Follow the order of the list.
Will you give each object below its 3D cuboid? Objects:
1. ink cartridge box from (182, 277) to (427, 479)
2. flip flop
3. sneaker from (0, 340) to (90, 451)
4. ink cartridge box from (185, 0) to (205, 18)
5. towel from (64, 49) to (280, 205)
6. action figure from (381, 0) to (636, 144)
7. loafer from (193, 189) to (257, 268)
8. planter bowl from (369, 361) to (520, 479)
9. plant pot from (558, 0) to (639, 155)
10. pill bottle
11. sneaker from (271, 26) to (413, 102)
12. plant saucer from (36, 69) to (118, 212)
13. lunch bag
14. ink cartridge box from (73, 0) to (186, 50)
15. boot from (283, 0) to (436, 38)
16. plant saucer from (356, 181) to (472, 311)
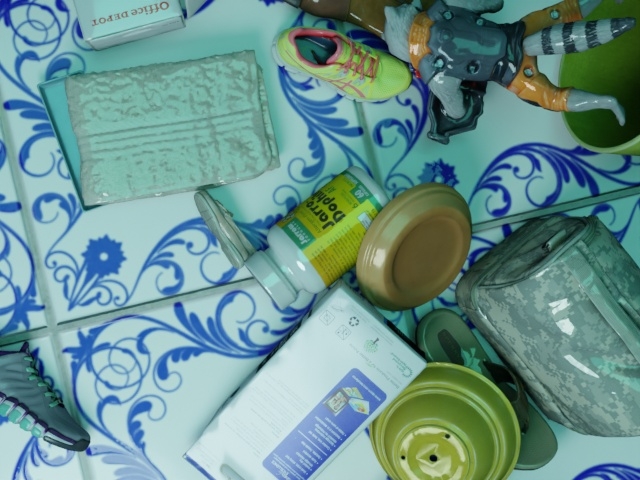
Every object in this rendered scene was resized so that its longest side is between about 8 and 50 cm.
[{"bbox_3d":[-0.023,0.227,1.325,0.165,0.065,0.332,43,98,-6],"label":"ink cartridge box"},{"bbox_3d":[0.243,0.214,1.369,0.112,0.080,0.277,-34,90,-25],"label":"flip flop"},{"bbox_3d":[-0.396,0.198,1.292,0.224,0.083,0.098,33,80,-5],"label":"sneaker"},{"bbox_3d":[-0.111,-0.487,1.283,0.119,0.207,0.353,39,84,-4],"label":"ink cartridge box"},{"bbox_3d":[-0.205,-0.160,1.337,0.282,0.049,0.187,-10,89,-13],"label":"towel"},{"bbox_3d":[0.245,-0.306,1.293,0.330,0.178,0.341,2,89,9],"label":"action figure"},{"bbox_3d":[-0.135,-0.021,1.356,0.039,0.045,0.125,-34,100,-24],"label":"loafer"},{"bbox_3d":[0.162,0.285,1.316,0.217,0.090,0.217,4,103,16],"label":"planter bowl"},{"bbox_3d":[0.544,-0.230,1.361,0.294,0.275,0.274,11,87,-24],"label":"plant pot"},{"bbox_3d":[0.000,0.000,1.332,0.208,0.117,0.117,-38,94,-7],"label":"pill bottle"},{"bbox_3d":[0.035,-0.253,1.355,0.209,0.094,0.081,13,85,-9],"label":"sneaker"},{"bbox_3d":[-0.334,-0.139,1.340,0.067,0.018,0.192,-20,90,-8],"label":"plant saucer"},{"bbox_3d":[0.368,0.119,1.310,0.213,0.256,0.305,-38,94,-7],"label":"lunch bag"},{"bbox_3d":[-0.279,-0.376,1.318,0.140,0.082,0.190,-16,92,-4],"label":"ink cartridge box"},{"bbox_3d":[0.100,-0.417,1.369,0.281,0.096,0.264,21,85,-8],"label":"boot"},{"bbox_3d":[0.140,0.016,1.332,0.200,0.037,0.199,-20,127,-29],"label":"plant saucer"}]
